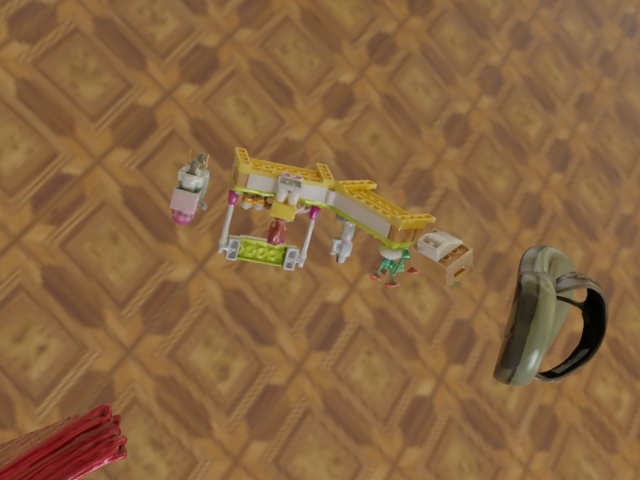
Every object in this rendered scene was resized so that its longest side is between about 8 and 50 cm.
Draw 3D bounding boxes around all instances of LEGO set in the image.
[{"bbox_3d":[0.000,0.000,1.273,0.287,0.107,0.132,18,20,7],"label":"LEGO set"}]

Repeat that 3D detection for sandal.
[{"bbox_3d":[0.206,0.077,1.188,0.303,0.086,0.120,-28,128,-77],"label":"sandal"}]

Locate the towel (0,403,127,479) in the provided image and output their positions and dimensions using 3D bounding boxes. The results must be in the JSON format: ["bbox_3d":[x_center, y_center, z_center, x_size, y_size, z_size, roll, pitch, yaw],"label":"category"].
[{"bbox_3d":[-0.237,0.170,0.765,0.199,0.275,0.031,-32,94,-35],"label":"towel"}]
